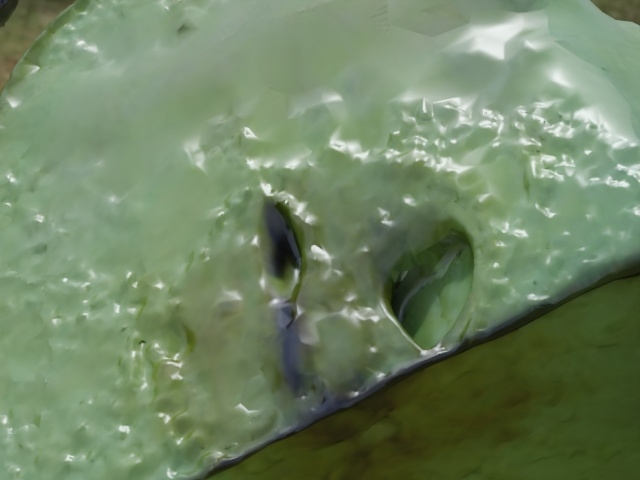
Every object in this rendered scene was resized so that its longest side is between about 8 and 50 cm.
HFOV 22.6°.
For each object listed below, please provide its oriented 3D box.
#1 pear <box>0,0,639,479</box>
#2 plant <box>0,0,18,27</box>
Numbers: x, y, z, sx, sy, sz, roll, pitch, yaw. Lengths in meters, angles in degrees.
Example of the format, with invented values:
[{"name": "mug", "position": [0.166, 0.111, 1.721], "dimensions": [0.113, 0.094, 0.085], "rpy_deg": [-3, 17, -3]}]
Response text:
[{"name": "pear", "position": [0.000, 0.000, 0.618], "dimensions": [0.282, 0.286, 0.176], "rpy_deg": [66, 4, 37]}, {"name": "plant", "position": [-0.280, -0.147, 1.103], "dimensions": [0.094, 0.143, 0.092], "rpy_deg": [50, -30, -17]}]
